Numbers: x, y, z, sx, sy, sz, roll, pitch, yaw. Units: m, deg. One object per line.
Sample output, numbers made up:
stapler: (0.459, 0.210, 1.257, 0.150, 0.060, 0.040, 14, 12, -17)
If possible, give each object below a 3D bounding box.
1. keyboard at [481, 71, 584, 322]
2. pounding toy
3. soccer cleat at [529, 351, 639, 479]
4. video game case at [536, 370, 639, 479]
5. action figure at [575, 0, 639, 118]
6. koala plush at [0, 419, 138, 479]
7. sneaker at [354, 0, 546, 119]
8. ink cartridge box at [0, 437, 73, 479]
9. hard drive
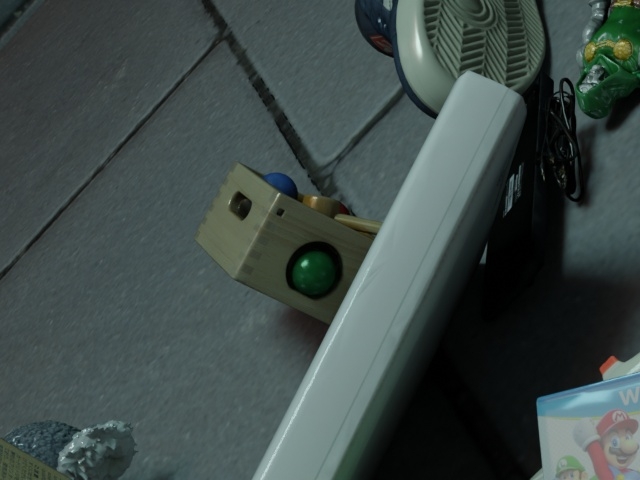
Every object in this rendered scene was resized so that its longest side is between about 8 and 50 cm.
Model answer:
keyboard: (0.150, -0.034, 0.931, 0.100, 0.038, 0.192, 122, 165, -45)
pounding toy: (0.000, 0.000, 1.020, 0.100, 0.130, 0.141, -62, 25, 4)
soccer cleat: (0.146, 0.123, 0.687, 0.196, 0.068, 0.076, -46, 45, 7)
video game case: (0.159, 0.137, 0.614, 0.119, 0.015, 0.166, -20, 57, 32)
action figure: (0.233, -0.183, 0.953, 0.137, 0.063, 0.232, 0, 58, 54)
koala plush: (-0.241, 0.224, 1.045, 0.196, 0.203, 0.221, -15, 31, 49)
sneaker: (0.090, -0.180, 1.118, 0.148, 0.131, 0.350, -41, 21, 34)
ink cartridge box: (-0.165, 0.257, 0.846, 0.088, 0.193, 0.235, -44, 26, 17)
hard drive: (0.017, 0.104, 0.787, 0.233, 0.047, 0.353, 93, -157, -66)
